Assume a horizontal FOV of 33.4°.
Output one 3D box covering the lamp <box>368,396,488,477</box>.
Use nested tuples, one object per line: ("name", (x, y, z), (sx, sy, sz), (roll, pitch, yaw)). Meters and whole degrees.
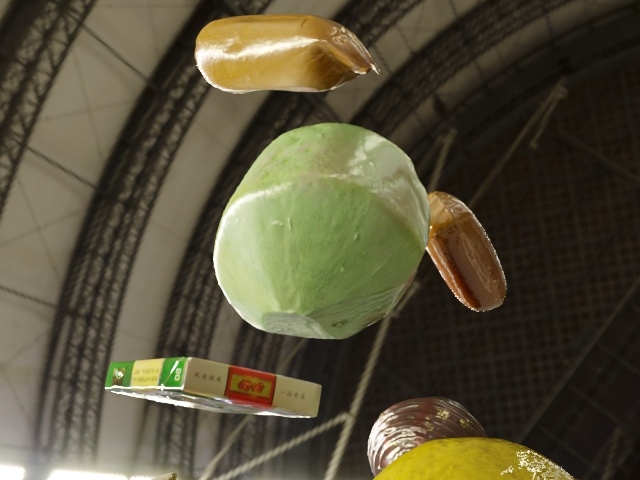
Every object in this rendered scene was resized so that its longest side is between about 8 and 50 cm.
("lamp", (0.202, 0.403, 1.969), (0.247, 0.247, 0.247), (-42, -26, -25))

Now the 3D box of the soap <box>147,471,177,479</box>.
("soap", (-0.342, 0.502, 1.735), (0.281, 0.143, 0.259), (-30, 14, 49))

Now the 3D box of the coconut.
("coconut", (0.000, 0.000, 1.466), (0.328, 0.328, 0.281), (-45, -67, -17))

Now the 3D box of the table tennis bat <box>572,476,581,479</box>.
("table tennis bat", (0.351, 0.420, 1.554), (0.301, 0.022, 0.173), (-150, 63, -77))

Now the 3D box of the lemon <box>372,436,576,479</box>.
("lemon", (0.097, 0.217, 0.688), (0.178, 0.178, 0.203), (-34, -16, -38))

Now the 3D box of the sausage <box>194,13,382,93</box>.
("sausage", (-0.040, -0.258, 1.480), (0.112, 0.328, 0.112), (-11, -76, -47))

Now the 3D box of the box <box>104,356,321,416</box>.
("box", (-0.110, 0.141, 1.021), (0.132, 0.235, 0.034), (16, -105, -26))

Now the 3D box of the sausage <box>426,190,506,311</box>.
("sausage", (0.235, 0.023, 1.747), (0.105, 0.105, 0.274), (-48, -41, -11))
